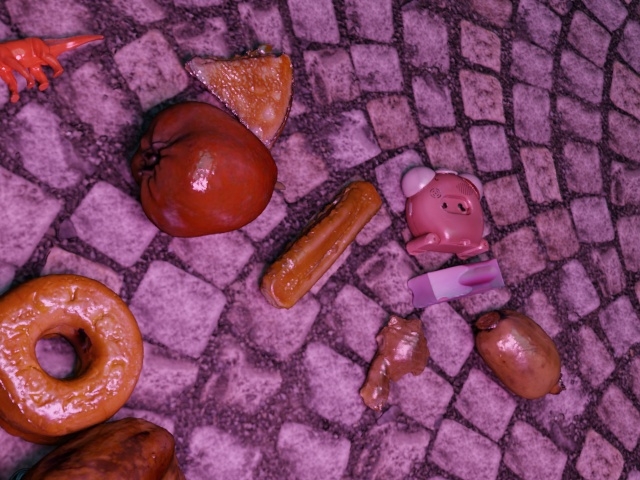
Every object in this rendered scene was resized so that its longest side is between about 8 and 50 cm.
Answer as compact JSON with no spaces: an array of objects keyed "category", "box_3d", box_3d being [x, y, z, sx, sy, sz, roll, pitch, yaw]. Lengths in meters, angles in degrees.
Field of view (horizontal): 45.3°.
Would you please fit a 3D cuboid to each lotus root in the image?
[{"category":"lotus root","box_3d":[0.366,0.211,1.368,0.221,0.118,0.125,42,79,-9]},{"category":"lotus root","box_3d":[-0.290,0.333,0.917,0.193,0.193,0.291,58,26,-3]}]

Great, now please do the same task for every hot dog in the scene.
[{"category":"hot dog","box_3d":[0.001,0.001,1.258,0.289,0.068,0.083,-46,123,-33]}]

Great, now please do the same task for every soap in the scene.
[{"category":"soap","box_3d":[0.242,0.073,1.344,0.149,0.100,0.056,-10,82,-29]}]

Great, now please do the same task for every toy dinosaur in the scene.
[{"category":"toy dinosaur","box_3d":[-0.446,-0.251,1.097,0.279,0.055,0.101,-26,80,-29]}]

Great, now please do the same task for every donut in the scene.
[{"category":"donut","box_3d":[-0.345,0.152,1.010,0.227,0.114,0.226,8,71,-26]}]

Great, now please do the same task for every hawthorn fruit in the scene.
[{"category":"hawthorn fruit","box_3d":[-0.150,-0.097,1.143,0.251,0.199,0.199,7,73,-37]}]

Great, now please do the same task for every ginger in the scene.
[{"category":"ginger","box_3d":[0.128,0.208,1.273,0.096,0.067,0.165,28,79,-19]}]

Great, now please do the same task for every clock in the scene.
[{"category":"clock","box_3d":[0.228,-0.057,1.378,0.166,0.093,0.162,5,72,-26]}]

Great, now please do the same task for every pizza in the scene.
[{"category":"pizza","box_3d":[-0.136,-0.252,1.259,0.195,0.052,0.185,19,76,-27]}]

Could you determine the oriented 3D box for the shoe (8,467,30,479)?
[{"category":"shoe","box_3d":[-0.391,0.369,0.964,0.062,0.053,0.159,28,68,-15]}]
